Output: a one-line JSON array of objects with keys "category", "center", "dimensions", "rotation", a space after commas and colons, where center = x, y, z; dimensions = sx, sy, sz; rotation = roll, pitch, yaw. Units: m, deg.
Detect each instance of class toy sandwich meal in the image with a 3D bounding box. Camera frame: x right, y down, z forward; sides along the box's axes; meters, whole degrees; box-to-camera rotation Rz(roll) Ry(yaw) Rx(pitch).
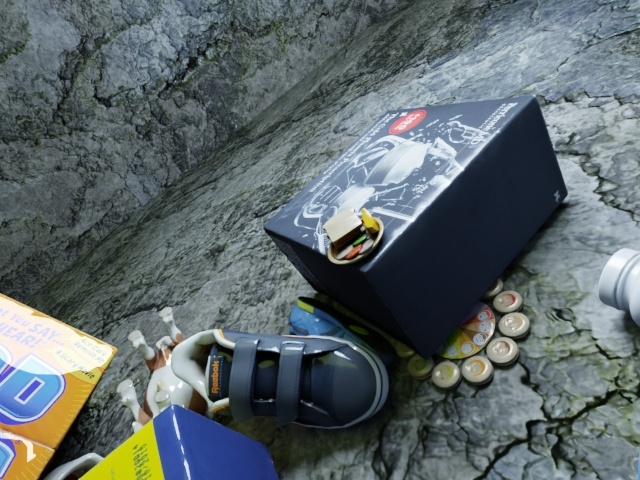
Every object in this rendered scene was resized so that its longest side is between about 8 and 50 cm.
[{"category": "toy sandwich meal", "center": [0.037, -0.008, 0.502], "dimensions": [0.085, 0.029, 0.086], "rotation": [-28, 31, 18]}]

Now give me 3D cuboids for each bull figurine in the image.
[{"category": "bull figurine", "center": [-0.255, 0.240, 0.717], "dimensions": [0.101, 0.189, 0.310], "rotation": [-23, 36, -9]}]

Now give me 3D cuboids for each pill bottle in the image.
[{"category": "pill bottle", "center": [0.362, 0.061, 0.395], "dimensions": [0.087, 0.087, 0.160], "rotation": [-43, 32, -10]}]

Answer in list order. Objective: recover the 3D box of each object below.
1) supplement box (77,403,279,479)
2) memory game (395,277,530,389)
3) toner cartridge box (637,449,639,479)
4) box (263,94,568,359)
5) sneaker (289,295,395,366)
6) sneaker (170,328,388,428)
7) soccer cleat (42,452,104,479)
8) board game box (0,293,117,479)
[{"category": "supplement box", "center": [-0.202, 0.375, 0.412], "dimensions": [0.356, 0.195, 0.194], "rotation": [-39, 44, -3]}, {"category": "memory game", "center": [0.186, 0.117, 0.573], "dimensions": [0.186, 0.012, 0.186], "rotation": [-27, 31, 18]}, {"category": "toner cartridge box", "center": [0.323, 0.093, 0.280], "dimensions": [0.165, 0.075, 0.348], "rotation": [1, 71, 45]}, {"category": "box", "center": [0.135, -0.048, 0.672], "dimensions": [0.343, 0.179, 0.312], "rotation": [-45, 30, -14]}, {"category": "sneaker", "center": [0.025, 0.158, 0.648], "dimensions": [0.209, 0.069, 0.082], "rotation": [20, 93, 47]}, {"category": "sneaker", "center": [-0.073, 0.190, 0.581], "dimensions": [0.321, 0.127, 0.126], "rotation": [-4, 78, 33]}, {"category": "soccer cleat", "center": [-0.402, 0.466, 0.597], "dimensions": [0.143, 0.116, 0.331], "rotation": [-37, 29, 15]}, {"category": "board game box", "center": [-0.630, 0.317, 0.691], "dimensions": [0.356, 0.356, 0.356], "rotation": [-46, 19, 40]}]
